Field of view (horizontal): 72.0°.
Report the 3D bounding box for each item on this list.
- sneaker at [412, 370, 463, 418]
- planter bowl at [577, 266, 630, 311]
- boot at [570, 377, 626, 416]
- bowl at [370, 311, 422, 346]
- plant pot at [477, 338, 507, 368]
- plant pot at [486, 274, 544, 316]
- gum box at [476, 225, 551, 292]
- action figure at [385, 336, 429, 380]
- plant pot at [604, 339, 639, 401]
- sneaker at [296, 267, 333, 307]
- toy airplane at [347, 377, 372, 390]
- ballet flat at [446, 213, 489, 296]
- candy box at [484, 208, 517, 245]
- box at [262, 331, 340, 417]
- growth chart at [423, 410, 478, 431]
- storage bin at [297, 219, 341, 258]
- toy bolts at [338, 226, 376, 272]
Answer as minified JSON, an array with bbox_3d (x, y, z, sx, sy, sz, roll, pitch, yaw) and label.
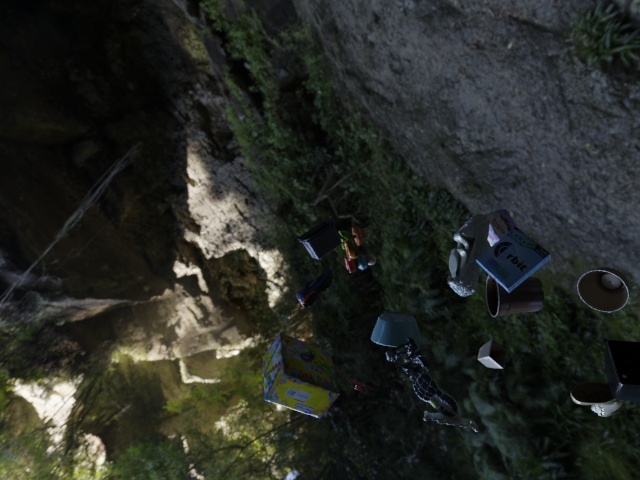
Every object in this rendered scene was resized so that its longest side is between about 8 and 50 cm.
[{"bbox_3d":[0.532,0.712,2.014,0.110,0.107,0.275,32,-174,-44],"label":"sneaker"},{"bbox_3d":[1.043,0.164,1.605,0.109,0.162,0.162,-24,-107,-38],"label":"planter bowl"},{"bbox_3d":[1.175,0.677,1.867,0.203,0.262,0.095,80,177,-45],"label":"boot"},{"bbox_3d":[0.464,0.529,2.686,0.311,0.311,0.163,-2,-86,-67],"label":"bowl"},{"bbox_3d":[0.872,0.589,2.256,0.109,0.096,0.109,39,-129,-10],"label":"plant pot"},{"bbox_3d":[0.717,0.198,1.627,0.167,0.165,0.167,-2,-90,-85],"label":"plant pot"},{"bbox_3d":[0.669,0.064,1.535,0.041,0.184,0.157,44,-173,-50],"label":"gum box"},{"bbox_3d":[0.380,0.528,1.938,0.164,0.141,0.276,53,161,16],"label":"action figure"},{"bbox_3d":[1.172,0.503,1.646,0.187,0.188,0.167,-75,-18,-45],"label":"plant pot"},{"bbox_3d":[-0.026,0.202,2.016,0.087,0.221,0.083,33,156,33],"label":"sneaker"},{"bbox_3d":[0.208,0.791,2.398,0.151,0.028,0.151,19,174,2],"label":"toy airplane"},{"bbox_3d":[0.629,0.037,1.889,0.147,0.147,0.409,38,-121,-36],"label":"ballet flat"},{"bbox_3d":[0.973,-0.072,2.406,0.196,0.070,0.165,-14,-108,-33],"label":"candy box"},{"bbox_3d":[-0.095,0.618,2.034,0.290,0.177,0.279,27,-160,-20],"label":"box"},{"bbox_3d":[0.564,0.783,1.918,0.172,0.237,0.021,25,-110,-68],"label":"growth chart"},{"bbox_3d":[0.000,0.000,1.549,0.098,0.135,0.091,9,129,63],"label":"storage bin"},{"bbox_3d":[0.207,0.055,2.266,0.218,0.158,0.228,-120,17,-69],"label":"toy bolts"}]
